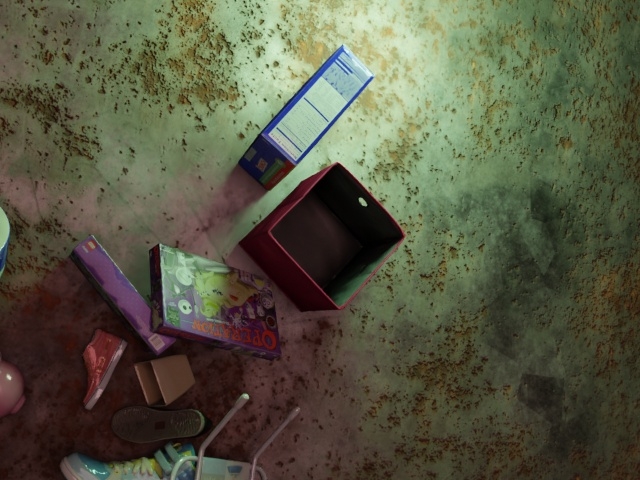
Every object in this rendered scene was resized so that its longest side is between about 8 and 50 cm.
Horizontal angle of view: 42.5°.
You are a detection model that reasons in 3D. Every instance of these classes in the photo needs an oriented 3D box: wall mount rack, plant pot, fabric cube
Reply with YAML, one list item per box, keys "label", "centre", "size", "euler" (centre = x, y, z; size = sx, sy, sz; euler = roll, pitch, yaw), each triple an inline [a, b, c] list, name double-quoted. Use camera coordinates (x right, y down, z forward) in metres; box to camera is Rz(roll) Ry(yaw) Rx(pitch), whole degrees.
- label: "wall mount rack"
  centre: [-0.176, 0.512, 1.866]
  size: [0.350, 0.130, 0.304]
  euler: [29, 64, -53]
- label: "plant pot"
  centre: [-0.358, 0.318, 1.919]
  size: [0.096, 0.109, 0.109]
  euler: [-19, 91, -35]
- label: "fabric cube"
  centre: [0.000, 0.000, 2.006]
  size: [0.254, 0.258, 0.259]
  euler: [47, 71, -9]

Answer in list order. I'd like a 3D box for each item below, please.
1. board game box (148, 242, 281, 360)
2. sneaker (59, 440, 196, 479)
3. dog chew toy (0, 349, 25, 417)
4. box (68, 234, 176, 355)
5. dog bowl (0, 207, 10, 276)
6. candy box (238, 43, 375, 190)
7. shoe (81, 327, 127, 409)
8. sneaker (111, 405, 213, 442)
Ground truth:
- label: "board game box"
  centre: [-0.238, 0.147, 1.896]
  size: [0.346, 0.056, 0.208]
  euler: [21, 52, -43]
- label: "sneaker"
  centre: [-0.404, 0.510, 1.849]
  size: [0.319, 0.127, 0.208]
  euler: [37, 86, -23]
- label: "dog chew toy"
  centre: [-0.770, 0.260, 1.722]
  size: [0.332, 0.206, 0.207]
  euler: [40, 72, -20]
- label: "box"
  centre: [-0.450, 0.126, 1.850]
  size: [0.057, 0.201, 0.293]
  euler: [-39, 99, -19]
- label: "dog bowl"
  centre: [-0.789, 0.000, 1.711]
  size: [0.264, 0.104, 0.265]
  euler: [17, 38, -14]
- label: "candy box"
  centre: [-0.040, -0.295, 2.018]
  size: [0.122, 0.268, 0.317]
  euler: [43, 72, -7]
- label: "shoe"
  centre: [-0.518, 0.292, 1.882]
  size: [0.081, 0.063, 0.178]
  euler: [29, 69, -14]
- label: "sneaker"
  centre: [-0.367, 0.435, 1.918]
  size: [0.222, 0.118, 0.083]
  euler: [0, 72, 8]
